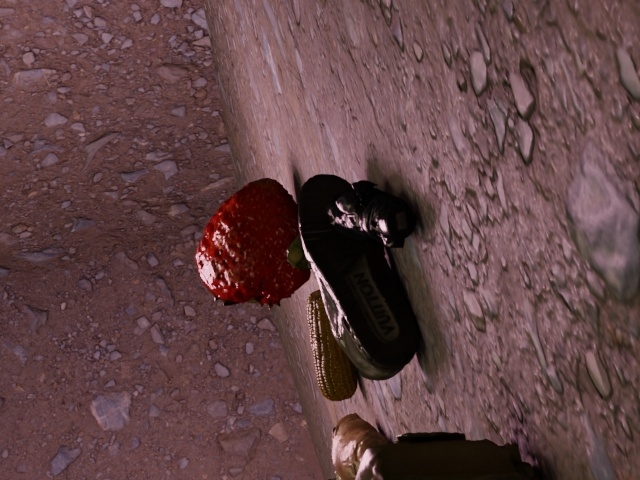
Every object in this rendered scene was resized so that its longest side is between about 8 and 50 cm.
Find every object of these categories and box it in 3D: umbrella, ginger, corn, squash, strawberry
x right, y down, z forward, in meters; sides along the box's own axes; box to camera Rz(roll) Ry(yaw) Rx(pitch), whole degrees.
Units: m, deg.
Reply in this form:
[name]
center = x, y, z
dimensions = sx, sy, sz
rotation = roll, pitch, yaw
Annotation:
[umbrella]
center = 0.063, -0.033, 1.190
dimensions = 0.224, 0.080, 0.071
rotation = -161, 90, -77
[ginger]
center = 0.082, 0.370, 1.808
dimensions = 0.193, 0.115, 0.123
rotation = -106, 25, -46
[corn]
center = 0.018, 0.207, 1.949
dimensions = 0.080, 0.080, 0.231
rotation = -127, 23, -71
[squash]
center = 0.000, 0.000, 1.454
dimensions = 0.201, 0.066, 0.066
rotation = -31, -71, -64
[strawberry]
center = -0.135, 0.001, 2.127
dimensions = 0.257, 0.257, 0.277
rotation = -121, 31, -65

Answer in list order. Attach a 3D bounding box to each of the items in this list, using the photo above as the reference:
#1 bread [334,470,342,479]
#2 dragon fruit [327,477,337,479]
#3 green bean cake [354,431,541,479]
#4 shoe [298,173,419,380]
[bread]
center = 0.091, 0.511, 1.875
dimensions = 0.207, 0.056, 0.286
rotation = 51, -171, -34
[dragon fruit]
center = 0.051, 0.585, 2.159
dimensions = 0.269, 0.198, 0.200
rotation = -89, -23, -63
[green bean cake]
center = 0.140, 0.349, 0.873
dimensions = 0.310, 0.202, 0.285
rotation = -110, 22, -61
[shoe]
center = 0.039, 0.062, 1.351
dimensions = 0.149, 0.109, 0.293
rotation = 99, 151, -61
